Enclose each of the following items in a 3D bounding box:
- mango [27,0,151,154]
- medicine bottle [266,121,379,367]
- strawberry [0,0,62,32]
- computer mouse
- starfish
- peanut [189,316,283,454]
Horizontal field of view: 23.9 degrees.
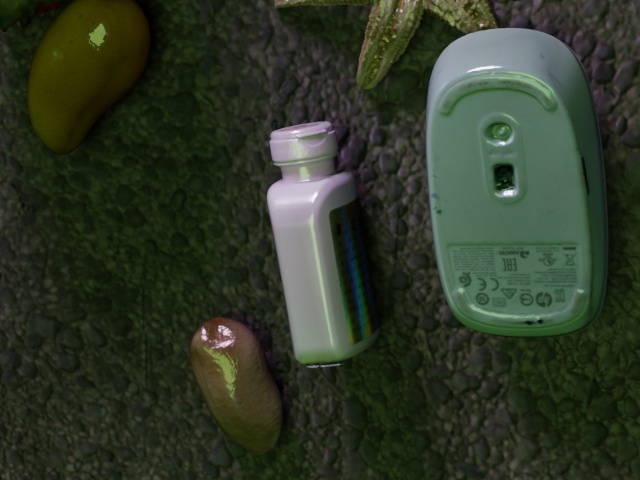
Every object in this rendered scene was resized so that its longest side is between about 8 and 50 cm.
[{"bbox_3d":[-0.234,-0.170,1.497,0.102,0.085,0.184,39,123,5],"label":"mango"},{"bbox_3d":[0.000,0.000,1.430,0.078,0.115,0.219,-6,100,23],"label":"medicine bottle"},{"bbox_3d":[-0.286,-0.355,1.397,0.250,0.238,0.288,-5,79,-2],"label":"strawberry"},{"bbox_3d":[0.178,-0.052,1.364,0.159,0.097,0.288,-2,113,19],"label":"computer mouse"},{"bbox_3d":[0.082,-0.243,1.383,0.277,0.062,0.235,-24,99,20],"label":"starfish"},{"bbox_3d":[-0.083,0.147,1.521,0.076,0.076,0.152,-16,103,23],"label":"peanut"}]
